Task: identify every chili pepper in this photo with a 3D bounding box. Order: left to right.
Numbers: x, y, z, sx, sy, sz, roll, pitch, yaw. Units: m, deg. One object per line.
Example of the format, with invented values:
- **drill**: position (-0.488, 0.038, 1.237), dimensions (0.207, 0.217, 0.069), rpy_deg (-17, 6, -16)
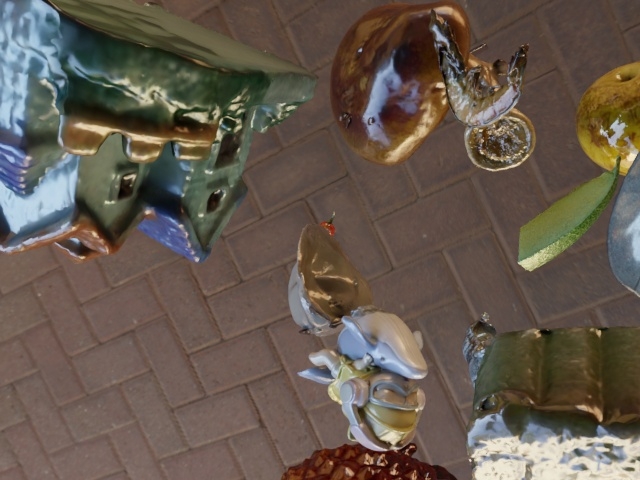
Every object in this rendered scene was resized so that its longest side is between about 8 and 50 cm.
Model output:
- **chili pepper**: position (0.001, 0.000, 1.679), dimensions (0.059, 0.050, 0.191), rpy_deg (29, 103, -1)

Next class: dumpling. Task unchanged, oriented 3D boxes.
- **dumpling**: position (0.003, 0.091, 1.184), dimensions (0.204, 0.293, 0.163), rpy_deg (46, 110, 10)

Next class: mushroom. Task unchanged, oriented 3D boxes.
- **mushroom**: position (0.172, -0.302, 1.134), dimensions (0.259, 0.345, 0.346), rpy_deg (13, 106, -24)

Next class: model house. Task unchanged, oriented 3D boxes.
- **model house**: position (-0.212, -0.072, 0.607), dimensions (0.251, 0.295, 0.330), rpy_deg (30, 113, 11)

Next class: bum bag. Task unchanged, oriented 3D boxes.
- **bum bag**: position (0.393, -0.502, 1.638), dimensions (0.159, 0.109, 0.026), rpy_deg (-24, 92, 22)

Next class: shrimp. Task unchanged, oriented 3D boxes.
- **shrimp**: position (0.227, -0.264, 0.839), dimensions (0.147, 0.035, 0.195), rpy_deg (-20, 88, 58)
- **shrimp**: position (0.473, 0.345, 1.592), dimensions (0.165, 0.410, 0.222), rpy_deg (-24, 112, 0)

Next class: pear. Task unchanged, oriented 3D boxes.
- **pear**: position (0.743, -0.277, 1.359), dimensions (0.280, 0.281, 0.281), rpy_deg (2, 102, 11)

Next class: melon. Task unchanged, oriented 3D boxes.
- **melon**: position (0.464, -0.052, 1.088), dimensions (0.053, 0.114, 0.262), rpy_deg (37, 105, -25)

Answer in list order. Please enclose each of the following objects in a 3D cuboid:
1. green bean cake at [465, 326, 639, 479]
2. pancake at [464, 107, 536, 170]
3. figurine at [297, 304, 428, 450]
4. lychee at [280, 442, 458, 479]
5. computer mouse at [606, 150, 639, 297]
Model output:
- **green bean cake**: position (0.187, 0.134, 0.354), dimensions (0.173, 0.094, 0.182), rpy_deg (-3, 123, 23)
- **pancake**: position (0.385, -0.214, 1.259), dimensions (0.151, 0.025, 0.152), rpy_deg (7, 127, 10)
- **figurine**: position (0.063, 0.175, 0.757), dimensions (0.128, 0.208, 0.184), rpy_deg (14, 65, -28)
- **lychee**: position (0.089, 0.548, 1.033), dimensions (0.424, 0.425, 0.500), rpy_deg (4, 58, 11)
- **computer mouse**: position (0.538, -0.078, 0.812), dimensions (0.203, 0.114, 0.374), rpy_deg (28, 103, 30)
